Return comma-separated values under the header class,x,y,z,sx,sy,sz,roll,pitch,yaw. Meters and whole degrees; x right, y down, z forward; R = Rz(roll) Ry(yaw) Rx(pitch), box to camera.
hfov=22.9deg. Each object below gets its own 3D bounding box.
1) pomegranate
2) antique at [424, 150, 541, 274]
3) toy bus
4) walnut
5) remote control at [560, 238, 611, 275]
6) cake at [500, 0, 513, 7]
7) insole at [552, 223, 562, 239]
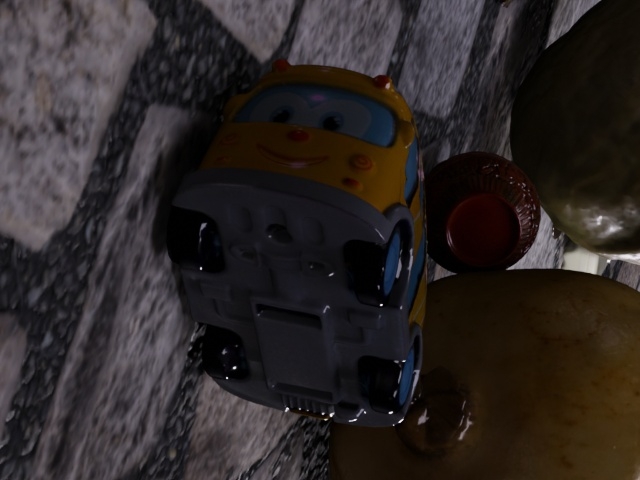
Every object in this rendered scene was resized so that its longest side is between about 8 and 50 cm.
class,x,y,z,sx,sy,sz,roll,pitch,yaw
pomegranate,0.151,0.149,1.190,0.307,0.307,0.307,-54,154,-42
antique,0.123,-0.021,1.234,0.104,0.104,0.104,-54,154,-42
toy bus,0.000,0.000,0.886,0.209,0.126,0.136,81,24,-52
walnut,0.304,-0.112,1.408,0.227,0.283,0.282,24,84,-46
remote control,0.351,-0.034,1.915,0.230,0.049,0.090,-52,152,-43
cake,0.171,-0.303,1.205,0.112,0.135,0.246,-47,180,-27
insole,0.324,-0.145,1.811,0.111,0.007,0.327,66,45,-64
